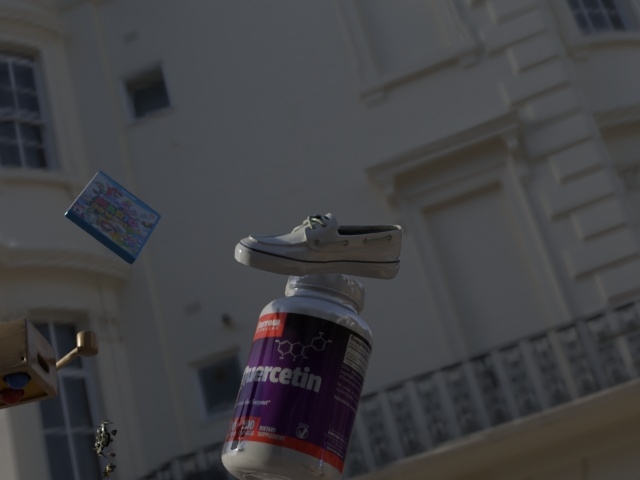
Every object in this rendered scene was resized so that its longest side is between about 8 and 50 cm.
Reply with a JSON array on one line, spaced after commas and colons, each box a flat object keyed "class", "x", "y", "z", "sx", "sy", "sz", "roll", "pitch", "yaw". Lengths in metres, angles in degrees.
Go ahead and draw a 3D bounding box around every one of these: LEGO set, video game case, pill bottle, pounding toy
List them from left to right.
[{"class": "pounding toy", "x": -0.443, "y": 0.203, "z": 1.987, "sx": 0.206, "sy": 0.094, "sz": 0.181, "roll": -13, "pitch": -30, "yaw": 4}, {"class": "LEGO set", "x": -0.278, "y": 0.263, "z": 1.636, "sx": 0.023, "sy": 0.083, "sz": 0.054, "roll": 12, "pitch": -64, "yaw": -24}, {"class": "video game case", "x": -0.304, "y": -0.036, "z": 1.890, "sx": 0.119, "sy": 0.166, "sz": 0.015, "roll": 37, "pitch": -68, "yaw": -9}, {"class": "pill bottle", "x": -0.026, "y": 0.211, "z": 1.923, "sx": 0.181, "sy": 0.323, "sz": 0.181, "roll": 12, "pitch": -23, "yaw": 5}]

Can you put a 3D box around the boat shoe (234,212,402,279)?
[{"class": "boat shoe", "x": 0.000, "y": 0.000, "z": 1.626, "sx": 0.226, "sy": 0.083, "sz": 0.075, "roll": 4, "pitch": -74, "yaw": -29}]
